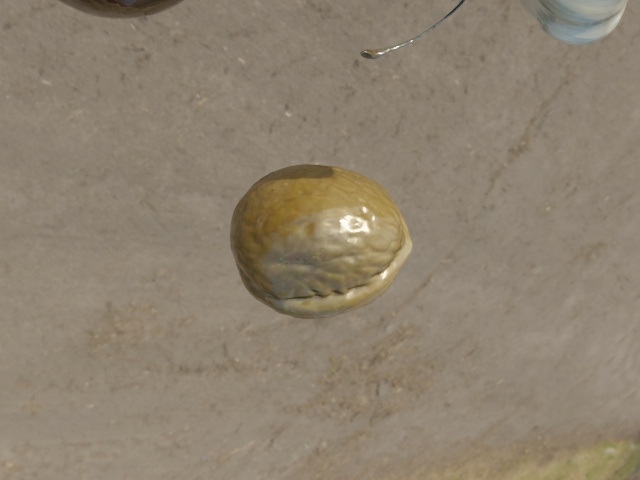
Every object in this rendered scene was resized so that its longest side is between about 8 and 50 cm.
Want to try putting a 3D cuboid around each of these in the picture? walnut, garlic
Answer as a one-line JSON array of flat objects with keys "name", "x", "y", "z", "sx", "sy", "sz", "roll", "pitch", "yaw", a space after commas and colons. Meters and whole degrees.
[{"name": "walnut", "x": 0.000, "y": 0.000, "z": 1.322, "sx": 0.333, "sy": 0.333, "sz": 0.333, "roll": -28, "pitch": 148, "yaw": -19}, {"name": "garlic", "x": 0.237, "y": -0.321, "z": 0.797, "sx": 0.226, "sy": 0.199, "sz": 0.199, "roll": 5, "pitch": 139, "yaw": -4}]

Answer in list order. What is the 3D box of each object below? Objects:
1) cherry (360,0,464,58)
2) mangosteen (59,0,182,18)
[{"name": "cherry", "x": 0.101, "y": -0.263, "z": 0.628, "sx": 0.188, "sy": 0.115, "sz": 0.148, "roll": -27, "pitch": 178, "yaw": -2}, {"name": "mangosteen", "x": -0.263, "y": -0.466, "z": 0.951, "sx": 0.306, "sy": 0.306, "sz": 0.359, "roll": 80, "pitch": 21, "yaw": -56}]
